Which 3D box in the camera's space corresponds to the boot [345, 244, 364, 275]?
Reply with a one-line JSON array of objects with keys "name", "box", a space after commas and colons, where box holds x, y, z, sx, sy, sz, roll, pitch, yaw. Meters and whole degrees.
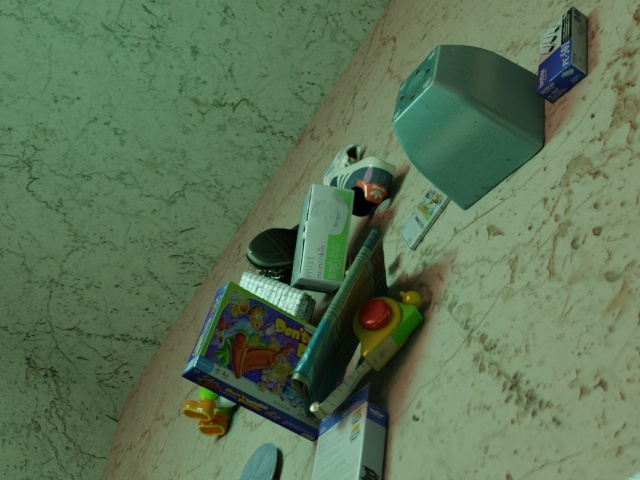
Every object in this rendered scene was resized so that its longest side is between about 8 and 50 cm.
[{"name": "boot", "box": [0.111, 0.065, 1.893, 0.085, 0.059, 0.158, -48, 18, 20]}]

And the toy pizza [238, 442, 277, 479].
[{"name": "toy pizza", "box": [-0.158, 0.601, 1.799, 0.201, 0.032, 0.201, -52, 17, 23]}]

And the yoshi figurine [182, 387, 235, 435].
[{"name": "yoshi figurine", "box": [-0.344, 0.442, 2.376, 0.203, 0.203, 0.362, -52, 14, 49]}]

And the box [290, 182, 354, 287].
[{"name": "box", "box": [0.000, 0.000, 2.001, 0.231, 0.126, 0.262, 128, 151, -76]}]

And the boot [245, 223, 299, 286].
[{"name": "boot", "box": [-0.145, 0.091, 2.285, 0.284, 0.138, 0.377, -55, -15, 29]}]

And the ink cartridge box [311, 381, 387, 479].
[{"name": "ink cartridge box", "box": [0.049, 0.444, 1.393, 0.186, 0.065, 0.311, -47, 22, 38]}]

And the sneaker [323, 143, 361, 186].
[{"name": "sneaker", "box": [0.077, -0.240, 2.485, 0.092, 0.087, 0.229, -36, 30, 51]}]

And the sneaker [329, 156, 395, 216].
[{"name": "sneaker", "box": [0.102, -0.136, 2.157, 0.350, 0.131, 0.148, 151, 136, -70]}]

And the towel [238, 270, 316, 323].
[{"name": "towel", "box": [-0.156, 0.249, 2.027, 0.235, 0.121, 0.284, 15, 81, 30]}]

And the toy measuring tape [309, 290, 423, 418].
[{"name": "toy measuring tape", "box": [0.083, 0.220, 1.504, 0.330, 0.121, 0.121, -44, 14, -9]}]

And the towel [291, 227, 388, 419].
[{"name": "towel", "box": [0.055, 0.188, 1.564, 0.370, 0.040, 0.271, -59, -21, -24]}]

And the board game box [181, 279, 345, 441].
[{"name": "board game box", "box": [-0.114, 0.277, 1.664, 0.078, 0.347, 0.233, -40, 25, 49]}]

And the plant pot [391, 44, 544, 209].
[{"name": "plant pot", "box": [0.299, -0.272, 1.554, 0.248, 0.252, 0.247, -43, 22, 44]}]

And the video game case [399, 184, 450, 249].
[{"name": "video game case", "box": [0.255, -0.065, 1.753, 0.166, 0.015, 0.119, -56, 16, 14]}]

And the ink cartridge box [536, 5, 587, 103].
[{"name": "ink cartridge box", "box": [0.505, -0.389, 1.510, 0.097, 0.046, 0.207, -44, 23, 47]}]
